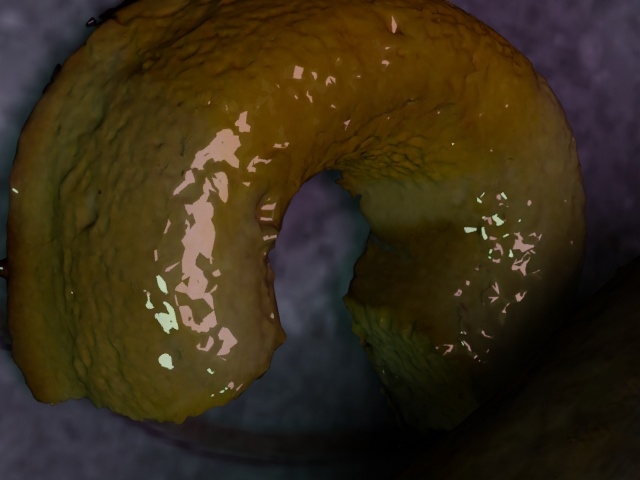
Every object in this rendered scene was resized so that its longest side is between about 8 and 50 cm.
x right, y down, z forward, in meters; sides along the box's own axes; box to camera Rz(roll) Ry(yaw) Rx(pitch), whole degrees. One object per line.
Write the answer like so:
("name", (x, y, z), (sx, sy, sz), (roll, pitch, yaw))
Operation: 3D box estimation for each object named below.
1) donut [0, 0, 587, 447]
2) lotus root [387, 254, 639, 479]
("donut", (0.004, -0.011, 0.576), (0.181, 0.078, 0.146), (10, 92, -30))
("lotus root", (0.122, 0.091, 0.586), (0.260, 0.149, 0.267), (-47, 134, -15))
